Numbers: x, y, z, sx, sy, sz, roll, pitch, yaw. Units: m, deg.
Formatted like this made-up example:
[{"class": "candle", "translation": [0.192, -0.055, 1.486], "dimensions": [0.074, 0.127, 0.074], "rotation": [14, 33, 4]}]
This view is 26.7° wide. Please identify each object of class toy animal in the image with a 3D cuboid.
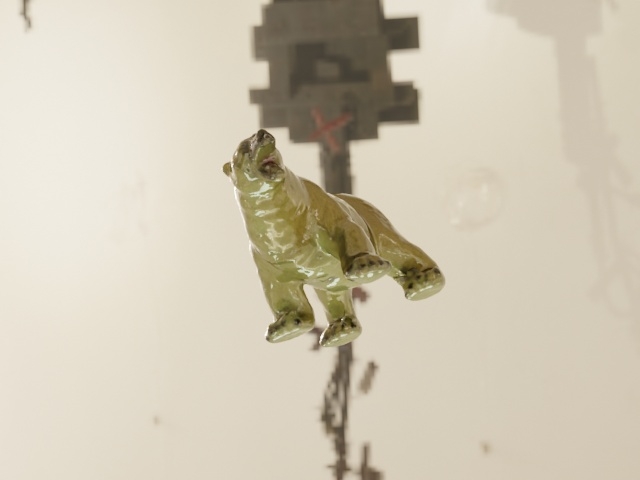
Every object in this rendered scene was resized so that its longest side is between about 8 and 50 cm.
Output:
[{"class": "toy animal", "translation": [0.000, 0.000, 0.831], "dimensions": [0.103, 0.101, 0.219], "rotation": [-26, 166, 17]}]
